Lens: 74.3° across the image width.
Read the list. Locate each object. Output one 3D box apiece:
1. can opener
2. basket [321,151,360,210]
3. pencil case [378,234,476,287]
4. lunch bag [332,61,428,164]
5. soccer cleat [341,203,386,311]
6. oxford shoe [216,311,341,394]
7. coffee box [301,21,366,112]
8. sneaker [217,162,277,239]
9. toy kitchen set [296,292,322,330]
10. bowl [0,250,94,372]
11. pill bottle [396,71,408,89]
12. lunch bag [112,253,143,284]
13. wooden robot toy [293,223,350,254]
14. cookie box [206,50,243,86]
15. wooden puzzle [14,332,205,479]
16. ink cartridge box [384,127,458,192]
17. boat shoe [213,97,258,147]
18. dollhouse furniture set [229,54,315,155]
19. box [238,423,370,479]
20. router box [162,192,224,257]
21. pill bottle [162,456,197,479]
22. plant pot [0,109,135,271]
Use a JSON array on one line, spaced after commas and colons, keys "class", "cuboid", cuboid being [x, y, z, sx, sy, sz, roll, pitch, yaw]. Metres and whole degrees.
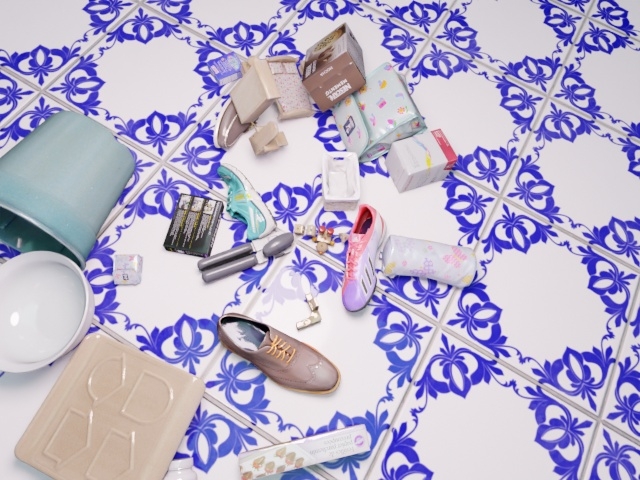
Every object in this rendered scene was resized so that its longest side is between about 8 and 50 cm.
[{"class": "can opener", "cuboid": [-0.211, 0.035, 1.217, 0.283, 0.095, 0.076, -20, 71, -19]}, {"class": "basket", "cuboid": [0.059, -0.180, 1.321, 0.113, 0.103, 0.167, 0, 68, -5]}, {"class": "pencil case", "cuboid": [0.315, 0.061, 1.244, 0.273, 0.113, 0.124, 8, 74, -2]}, {"class": "lunch bag", "cuboid": [0.173, -0.396, 1.366, 0.262, 0.160, 0.224, -28, 73, 24]}, {"class": "soccer cleat", "cuboid": [0.111, 0.045, 1.215, 0.108, 0.116, 0.318, 1, 62, 32]}, {"class": "oxford shoe", "cuboid": [-0.114, 0.299, 1.103, 0.363, 0.133, 0.130, 23, 68, 4]}, {"class": "coffee box", "cuboid": [0.044, -0.566, 1.367, 0.168, 0.119, 0.297, -26, 36, 24]}, {"class": "sneaker", "cuboid": [-0.242, -0.123, 1.273, 0.110, 0.107, 0.275, -34, 71, -7]}, {"class": "toy kitchen set", "cuboid": [-0.043, 0.195, 1.185, 0.075, 0.068, 0.083, -20, 71, -12]}, {"class": "bowl", "cuboid": [-0.704, 0.186, 1.086, 0.297, 0.134, 0.298, -1, 73, 4]}, {"class": "pill bottle", "cuboid": [0.265, -0.498, 1.472, 0.087, 0.087, 0.160, -3, 69, -6]}, {"class": "lunch bag", "cuboid": [-0.544, 0.082, 1.196, 0.071, 0.053, 0.083, 0, 78, -4]}, {"class": "wooden robot toy", "cuboid": [0.000, 0.000, 1.267, 0.173, 0.076, 0.079, 12, 79, 0]}, {"class": "cookie box", "cuboid": [-0.331, -0.605, 1.487, 0.107, 0.040, 0.092, -28, 74, -15]}, {"class": "wooden puzzle", "cuboid": [-0.498, 0.436, 1.034, 0.347, 0.080, 0.322, 20, 67, 10]}, {"class": "ink cartridge box", "cuboid": [0.317, -0.254, 1.358, 0.176, 0.128, 0.127, -19, 71, -12]}, {"class": "boat shoe", "cuboid": [-0.244, -0.426, 1.388, 0.096, 0.117, 0.324, 20, 63, 6]}, {"class": "dollhouse furniture set", "cuboid": [-0.078, -0.460, 1.337, 0.355, 0.173, 0.303, -22, 90, -38]}, {"class": "box", "cuboid": [-0.041, 0.529, 1.058, 0.323, 0.067, 0.063, -10, 70, -8]}, {"class": "router box", "cuboid": [-0.376, -0.045, 1.262, 0.133, 0.046, 0.179, 11, 68, -1]}, {"class": "pill bottle", "cuboid": [-0.334, 0.599, 0.993, 0.086, 0.086, 0.152, -4, 68, -6]}, {"class": "plant pot", "cuboid": [-0.702, -0.145, 1.139, 0.341, 0.341, 0.334, 21, 61, 3]}]
